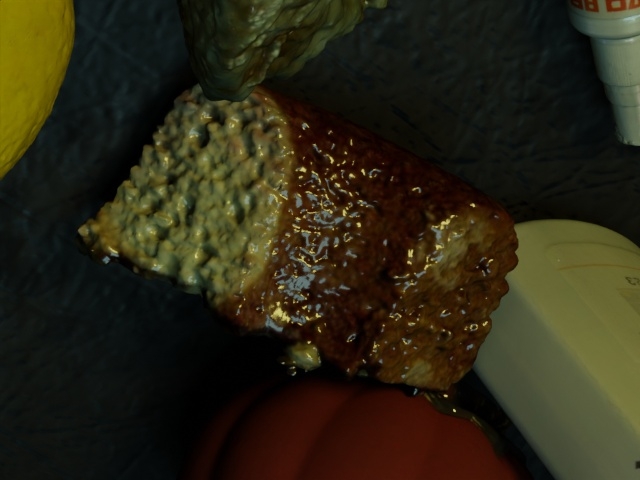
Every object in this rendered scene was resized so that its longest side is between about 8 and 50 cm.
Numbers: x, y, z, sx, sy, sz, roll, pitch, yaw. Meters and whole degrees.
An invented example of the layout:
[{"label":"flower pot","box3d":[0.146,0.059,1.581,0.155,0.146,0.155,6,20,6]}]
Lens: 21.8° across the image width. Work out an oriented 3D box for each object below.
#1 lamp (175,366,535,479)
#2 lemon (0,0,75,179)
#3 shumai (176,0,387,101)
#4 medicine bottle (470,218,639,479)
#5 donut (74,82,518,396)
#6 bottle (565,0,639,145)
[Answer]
[{"label":"lamp","box3d":[0.022,0.172,0.926,0.227,0.227,0.227,-8,125,-11]},{"label":"lemon","box3d":[-0.201,-0.088,0.713,0.178,0.178,0.203,29,124,-30]},{"label":"shumai","box3d":[-0.002,-0.148,0.726,0.142,0.184,0.184,-14,126,-6]},{"label":"medicine bottle","box3d":[0.192,0.116,0.878,0.161,0.296,0.111,12,119,-39]},{"label":"donut","box3d":[-0.006,-0.006,0.865,0.144,0.186,0.126,-8,129,-58]},{"label":"bottle","box3d":[0.151,-0.143,0.848,0.060,0.060,0.217,-20,127,-2]}]
